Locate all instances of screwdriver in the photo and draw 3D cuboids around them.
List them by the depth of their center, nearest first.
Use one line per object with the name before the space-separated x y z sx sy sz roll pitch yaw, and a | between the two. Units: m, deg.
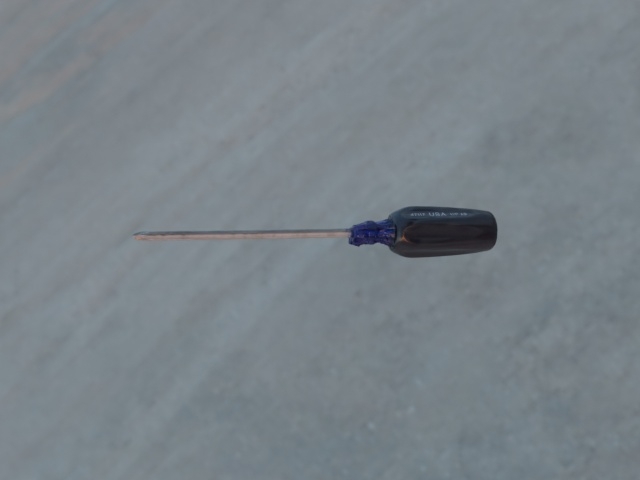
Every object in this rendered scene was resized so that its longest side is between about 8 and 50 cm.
screwdriver | 0.000 0.000 0.745 0.024 0.170 0.025 117 144 -62
